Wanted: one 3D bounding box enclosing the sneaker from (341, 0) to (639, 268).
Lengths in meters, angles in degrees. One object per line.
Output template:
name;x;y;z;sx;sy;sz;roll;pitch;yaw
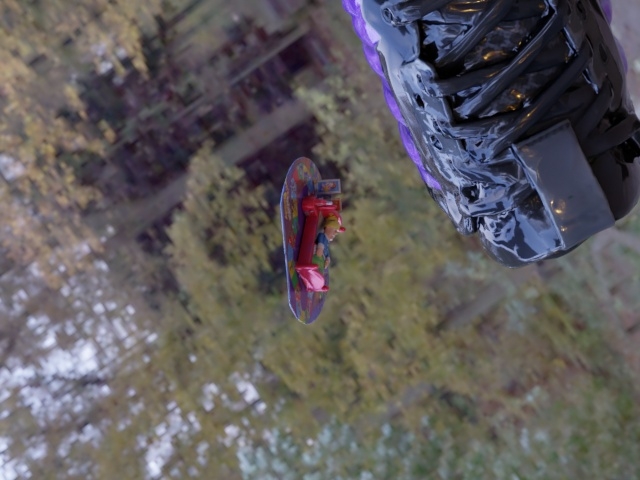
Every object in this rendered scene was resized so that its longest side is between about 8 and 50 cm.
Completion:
sneaker;0.065;-0.071;0.424;0.293;0.102;0.146;47;-157;-66

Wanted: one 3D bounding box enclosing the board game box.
board game box;0.000;0.000;1.230;0.133;0.033;0.169;-32;-61;-70
